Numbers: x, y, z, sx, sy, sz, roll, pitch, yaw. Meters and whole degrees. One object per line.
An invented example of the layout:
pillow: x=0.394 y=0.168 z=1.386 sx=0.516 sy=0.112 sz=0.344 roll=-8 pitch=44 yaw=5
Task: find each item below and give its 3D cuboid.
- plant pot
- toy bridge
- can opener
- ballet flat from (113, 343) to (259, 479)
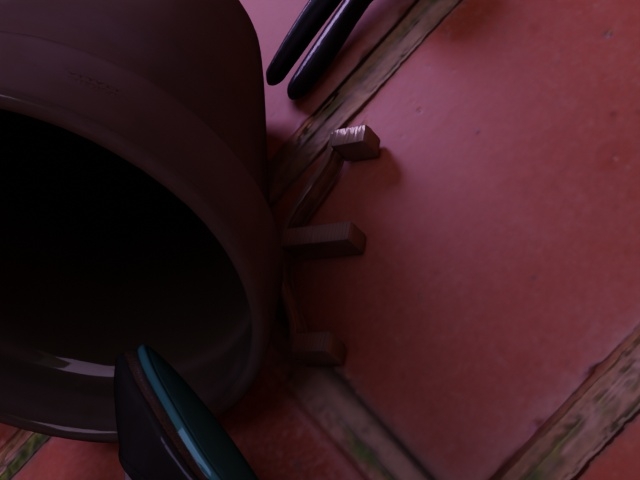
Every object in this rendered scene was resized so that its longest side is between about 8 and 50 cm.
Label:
plant pot: x=-0.164 y=-0.064 z=0.775 sx=0.323 sy=0.323 sz=0.280 roll=-14 pitch=41 yaw=27
toy bridge: x=0.000 y=0.000 z=0.785 sx=0.063 sy=0.026 sz=0.188 roll=-7 pitch=59 yaw=32
can opener: x=0.018 y=-0.197 z=0.875 sx=0.186 sy=0.073 sz=0.059 roll=-52 pitch=55 yaw=9
ballet flat: x=-0.052 y=0.180 z=0.622 sx=0.096 sy=0.095 sz=0.280 roll=-46 pitch=65 yaw=-3
